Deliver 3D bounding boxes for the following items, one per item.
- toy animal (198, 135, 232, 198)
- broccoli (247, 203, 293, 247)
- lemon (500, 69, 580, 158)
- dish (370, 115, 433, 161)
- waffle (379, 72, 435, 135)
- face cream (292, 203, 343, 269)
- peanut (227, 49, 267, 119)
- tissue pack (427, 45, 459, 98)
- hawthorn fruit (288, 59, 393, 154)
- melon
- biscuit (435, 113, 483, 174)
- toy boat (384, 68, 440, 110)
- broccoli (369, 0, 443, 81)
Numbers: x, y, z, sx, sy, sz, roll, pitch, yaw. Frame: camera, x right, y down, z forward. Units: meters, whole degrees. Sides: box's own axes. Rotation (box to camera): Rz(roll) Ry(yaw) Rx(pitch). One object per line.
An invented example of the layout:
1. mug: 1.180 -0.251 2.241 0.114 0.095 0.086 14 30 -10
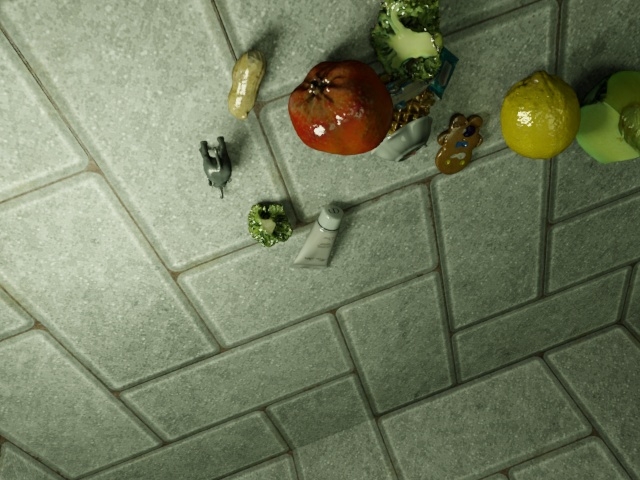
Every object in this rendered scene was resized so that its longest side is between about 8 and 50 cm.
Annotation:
1. toy animal: -0.318 -0.225 1.557 0.082 0.137 0.269 -12 171 -12
2. broccoli: -0.179 -0.056 1.746 0.146 0.138 0.162 -27 94 -3
3. lemon: 0.720 -0.410 1.679 0.245 0.245 0.319 -23 129 1
4. dish: 0.277 -0.307 1.634 0.229 0.081 0.229 -30 176 -2
5. waffle: 0.248 -0.438 1.622 0.229 0.051 0.231 -34 132 10
6. face cream: 0.000 0.000 1.890 0.143 0.089 0.314 3 138 -21
7. peanut: -0.208 -0.440 1.433 0.100 0.099 0.214 2 132 -20
8. tissue pack: 0.379 -0.522 1.590 0.085 0.028 0.138 21 96 -40
9. hawthorn fruit: 0.077 -0.361 1.490 0.287 0.287 0.330 -39 142 15
10. melon: 1.051 -0.448 1.789 0.344 0.226 0.331 34 125 -23
11. biscuit: 0.488 -0.336 1.801 0.180 0.039 0.236 -4 131 -18
12. toy boat: 0.274 -0.463 1.536 0.210 0.066 0.084 -30 132 -3
13. broccoli: 0.283 -0.568 1.410 0.180 0.273 0.242 -31 119 -24
